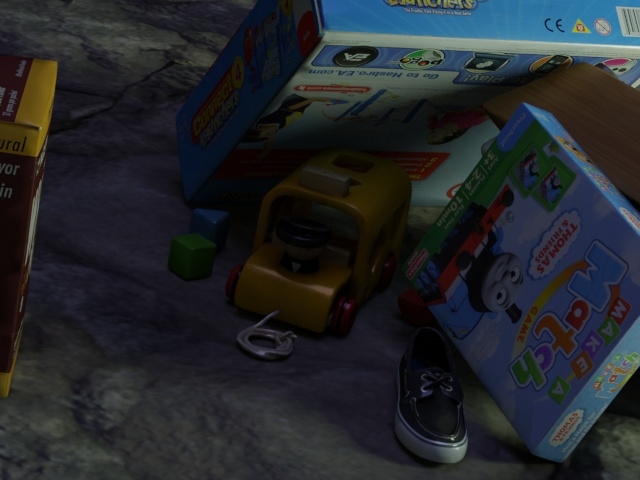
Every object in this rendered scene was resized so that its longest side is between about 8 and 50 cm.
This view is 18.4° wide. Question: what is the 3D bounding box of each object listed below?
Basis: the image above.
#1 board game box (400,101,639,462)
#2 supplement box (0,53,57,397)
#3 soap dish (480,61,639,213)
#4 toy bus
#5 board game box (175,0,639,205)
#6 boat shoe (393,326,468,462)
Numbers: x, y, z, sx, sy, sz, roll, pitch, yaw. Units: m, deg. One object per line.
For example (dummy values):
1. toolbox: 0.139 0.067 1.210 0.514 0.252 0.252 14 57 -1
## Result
1. board game box: 0.155 0.026 1.382 0.039 0.160 0.211 19 24 -39
2. supplement box: -0.282 -0.022 1.302 0.191 0.194 0.129 8 23 -6
3. soap dish: 0.272 -0.002 1.473 0.229 0.118 0.291 47 -6 -39
4. toy bus: -0.001 -0.005 1.506 0.191 0.104 0.202 -2 25 -28
5. board game box: 0.076 -0.126 1.603 0.308 0.302 0.086 0 67 -25
6. boat shoe: 0.075 0.104 1.361 0.049 0.040 0.142 8 22 -8
